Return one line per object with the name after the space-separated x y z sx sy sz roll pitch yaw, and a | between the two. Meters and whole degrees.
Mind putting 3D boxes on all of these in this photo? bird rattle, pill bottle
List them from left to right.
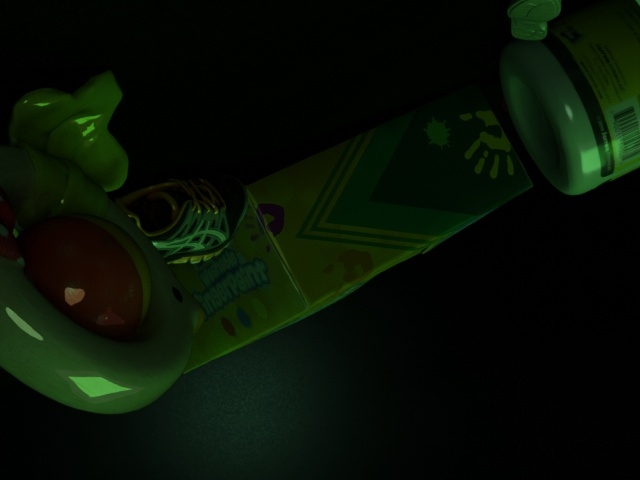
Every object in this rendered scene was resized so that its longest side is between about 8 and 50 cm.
-0.146 -0.002 0.516 0.143 0.207 0.253 -44 -178 8 | bird rattle
0.383 -0.199 1.101 0.334 0.188 0.188 -25 176 -2 | pill bottle

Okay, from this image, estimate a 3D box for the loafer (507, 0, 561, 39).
0.189 -0.213 0.891 0.045 0.039 0.125 7 176 7 | loafer

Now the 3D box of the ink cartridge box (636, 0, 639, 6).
0.324 -0.261 0.769 0.206 0.045 0.208 -28 150 26 | ink cartridge box

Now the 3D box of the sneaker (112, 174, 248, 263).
-0.140 -0.025 0.983 0.215 0.084 0.083 -31 161 -49 | sneaker

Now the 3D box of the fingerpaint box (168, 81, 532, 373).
0.000 0.000 1.346 0.371 0.163 0.445 -27 177 -31 | fingerpaint box

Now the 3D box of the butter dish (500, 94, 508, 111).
0.318 -0.199 1.272 0.159 0.118 0.160 15 -175 10 | butter dish
